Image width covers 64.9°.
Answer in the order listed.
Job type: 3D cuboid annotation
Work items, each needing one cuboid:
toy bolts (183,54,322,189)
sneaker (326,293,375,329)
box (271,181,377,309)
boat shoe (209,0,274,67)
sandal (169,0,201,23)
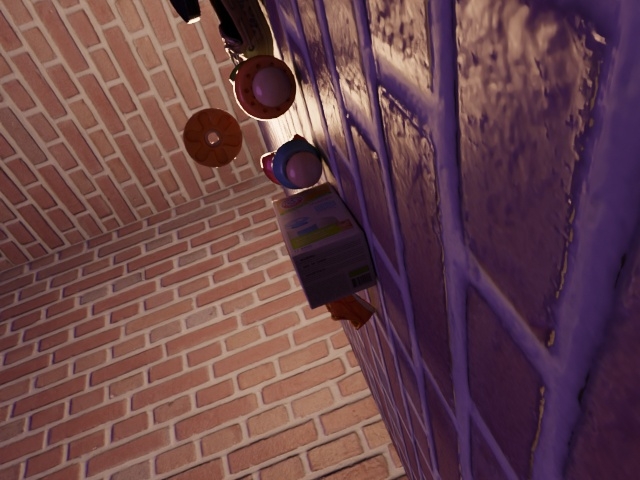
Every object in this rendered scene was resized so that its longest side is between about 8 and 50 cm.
[{"bbox_3d":[-0.097,-0.165,0.840,0.228,0.218,0.158,51,177,-24],"label":"toy bolts"},{"bbox_3d":[0.032,0.108,0.902,0.175,0.067,0.064,42,177,-31],"label":"sneaker"},{"bbox_3d":[0.000,0.000,0.824,0.203,0.114,0.103,-115,6,-59],"label":"box"},{"bbox_3d":[-0.155,-0.391,0.867,0.104,0.089,0.285,41,161,31],"label":"boat shoe"},{"bbox_3d":[-0.332,-0.555,0.842,0.446,0.107,0.167,63,166,0],"label":"sandal"}]
